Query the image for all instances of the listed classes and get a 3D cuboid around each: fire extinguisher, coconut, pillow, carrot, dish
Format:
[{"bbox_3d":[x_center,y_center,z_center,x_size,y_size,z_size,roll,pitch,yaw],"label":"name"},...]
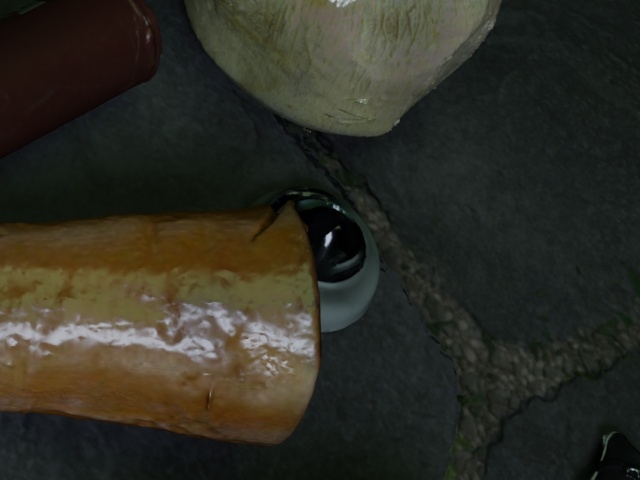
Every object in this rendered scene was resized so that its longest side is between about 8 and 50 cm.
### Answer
[{"bbox_3d":[-0.297,-0.122,1.330,0.147,0.106,0.337,33,46,28],"label":"fire extinguisher"},{"bbox_3d":[0.031,-0.261,1.480,0.297,0.254,0.297,14,53,-19],"label":"coconut"},{"bbox_3d":[0.291,0.233,1.433,0.136,0.055,0.091,39,20,-4],"label":"pillow"},{"bbox_3d":[-0.149,0.060,1.232,0.254,0.196,0.196,2,60,-23],"label":"carrot"},{"bbox_3d":[0.000,0.000,1.413,0.141,0.078,0.141,13,55,-19],"label":"dish"}]
